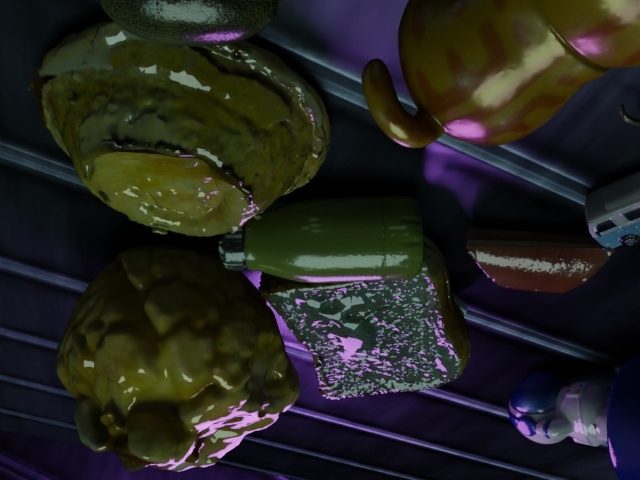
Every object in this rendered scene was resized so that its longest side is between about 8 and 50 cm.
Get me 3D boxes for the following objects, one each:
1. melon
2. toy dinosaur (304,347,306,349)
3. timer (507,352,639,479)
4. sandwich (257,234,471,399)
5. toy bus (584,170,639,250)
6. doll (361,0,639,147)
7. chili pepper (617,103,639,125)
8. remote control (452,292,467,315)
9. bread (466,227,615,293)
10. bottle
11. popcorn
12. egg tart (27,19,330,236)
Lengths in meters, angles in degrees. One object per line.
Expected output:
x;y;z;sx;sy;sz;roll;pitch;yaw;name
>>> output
-0.114;-0.220;0.645;0.162;0.099;0.099;4;151;-5;melon
0.061;0.164;1.281;0.220;0.032;0.108;-23;132;29;toy dinosaur
0.517;0.320;1.343;0.383;0.270;0.270;-3;152;46;timer
0.083;0.125;1.143;0.271;0.099;0.301;-9;132;20;sandwich
0.375;-0.041;0.883;0.075;0.060;0.123;32;141;-28;toy bus
0.180;-0.180;0.588;0.166;0.162;0.269;33;135;-22;doll
0.390;-0.109;0.767;0.191;0.050;0.059;8;135;-15;chili pepper
0.177;0.125;1.252;0.065;0.029;0.166;35;147;-14;remote control
0.296;0.032;1.023;0.192;0.067;0.119;3;150;9;bread
0.000;0.000;0.965;0.260;0.112;0.112;-2;150;1;bottle
-0.223;0.173;1.157;0.344;0.354;0.390;1;-159;-32;popcorn
-0.164;-0.101;0.841;0.345;0.133;0.345;7;153;3;egg tart
